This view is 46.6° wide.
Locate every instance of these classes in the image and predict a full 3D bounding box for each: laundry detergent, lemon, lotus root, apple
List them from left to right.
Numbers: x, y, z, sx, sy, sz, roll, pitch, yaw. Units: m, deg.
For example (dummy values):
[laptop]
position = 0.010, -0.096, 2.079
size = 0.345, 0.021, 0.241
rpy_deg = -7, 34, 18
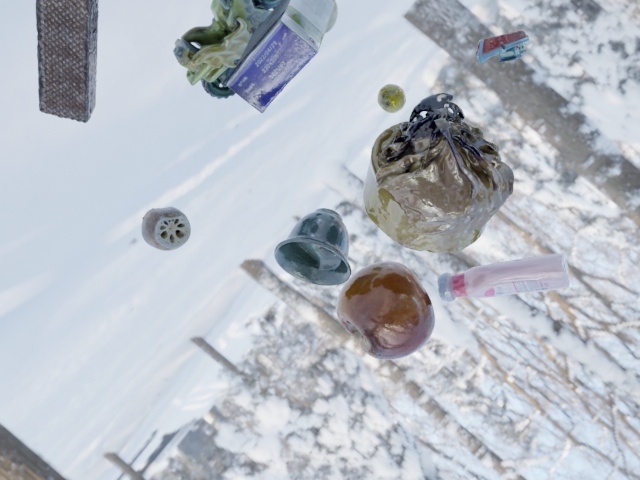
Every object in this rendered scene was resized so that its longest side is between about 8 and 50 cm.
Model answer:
[lotus root]
position = -0.390, -0.026, 1.899
size = 0.122, 0.112, 0.081
rpy_deg = -11, -165, -35
[apple]
position = 0.163, 0.183, 1.904
size = 0.253, 0.253, 0.253
rpy_deg = -50, 179, -1
[lemon]
position = 0.199, -0.400, 2.086
size = 0.082, 0.082, 0.111
rpy_deg = -51, -167, 20
[laundry detergent]
position = 0.479, 0.103, 1.965
size = 0.335, 0.088, 0.159
rpy_deg = -10, 157, 23

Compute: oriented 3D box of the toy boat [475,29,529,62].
[toy boat]
position = 0.389, -0.412, 1.597
size = 0.069, 0.059, 0.173
rpy_deg = 0, -162, 46

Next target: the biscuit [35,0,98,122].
[biscuit]
position = -0.501, -0.409, 1.478
size = 0.388, 0.107, 0.073
rpy_deg = 110, -9, -46

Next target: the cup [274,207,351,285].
[cup]
position = 0.000, 0.000, 1.861
size = 0.199, 0.199, 0.150
rpy_deg = -52, -164, 57

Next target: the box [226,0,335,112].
[box]
position = -0.083, -0.445, 1.665
size = 0.200, 0.106, 0.299
rpy_deg = -42, -158, 32

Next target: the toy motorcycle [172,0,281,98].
[toy motorcycle]
position = -0.248, -0.588, 2.034
size = 0.410, 0.237, 0.169
rpy_deg = -59, -142, 21

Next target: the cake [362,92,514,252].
[cake]
position = 0.270, -0.177, 1.662
size = 0.332, 0.332, 0.321
rpy_deg = -49, 164, -38

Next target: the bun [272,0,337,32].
[bun]
position = -0.065, -0.712, 2.315
size = 0.237, 0.210, 0.116
rpy_deg = -15, -145, 44
